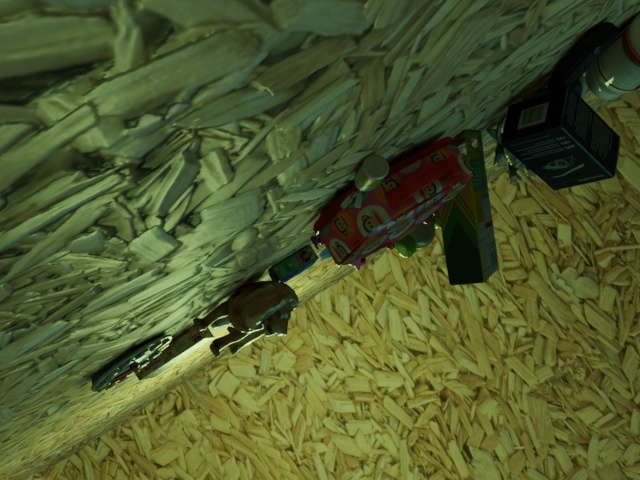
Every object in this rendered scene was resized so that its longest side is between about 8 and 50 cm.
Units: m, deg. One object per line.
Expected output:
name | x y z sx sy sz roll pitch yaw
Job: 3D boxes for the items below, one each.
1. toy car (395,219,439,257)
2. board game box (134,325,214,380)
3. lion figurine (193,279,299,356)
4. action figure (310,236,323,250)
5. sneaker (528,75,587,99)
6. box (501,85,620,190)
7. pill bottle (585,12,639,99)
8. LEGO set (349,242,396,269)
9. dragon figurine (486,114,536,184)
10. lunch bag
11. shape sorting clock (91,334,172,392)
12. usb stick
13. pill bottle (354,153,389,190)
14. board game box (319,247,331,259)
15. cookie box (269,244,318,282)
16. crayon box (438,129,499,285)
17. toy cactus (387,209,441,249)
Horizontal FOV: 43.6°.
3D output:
toy car | 0.199 -0.038 2.075 0.155 0.149 0.188 -41 -170 -28
board game box | -0.374 0.285 2.047 0.193 0.045 0.147 -33 174 -2
lion figurine | -0.160 0.178 1.944 0.240 0.142 0.392 -31 180 0
action figure | 0.000 0.000 1.816 0.038 0.030 0.115 -38 176 3
sneaker | 0.528 -0.262 1.849 0.163 0.086 0.226 -31 136 -36
box | 0.511 -0.211 1.699 0.153 0.207 0.108 -12 -127 48
pill bottle | 0.661 -0.387 1.699 0.121 0.121 0.221 -31 174 -14
LEGO set | 0.175 0.009 2.201 0.227 0.093 0.087 -21 -139 22
dragon figurine | 0.442 -0.231 1.857 0.085 0.144 0.289 -23 141 27
lunch bag | 0.147 -0.078 1.519 0.293 0.120 0.258 -29 172 -29
shape sorting clock | -0.416 0.275 1.779 0.206 0.040 0.206 -33 174 -4
usb stick | 0.506 -0.350 1.559 0.077 0.045 0.278 -32 173 -2
pill bottle | 0.081 -0.107 1.307 0.043 0.043 0.083 -31 174 -18
board game box | 0.050 -0.003 2.029 0.133 0.033 0.168 -28 169 -3
cookie box | -0.065 0.061 1.889 0.107 0.040 0.092 -32 173 -15
crayon box | 0.320 -0.077 1.768 0.083 0.322 0.203 -6 -176 22
toy cactus | 0.215 -0.065 1.893 0.219 0.112 0.180 -2 -138 25
